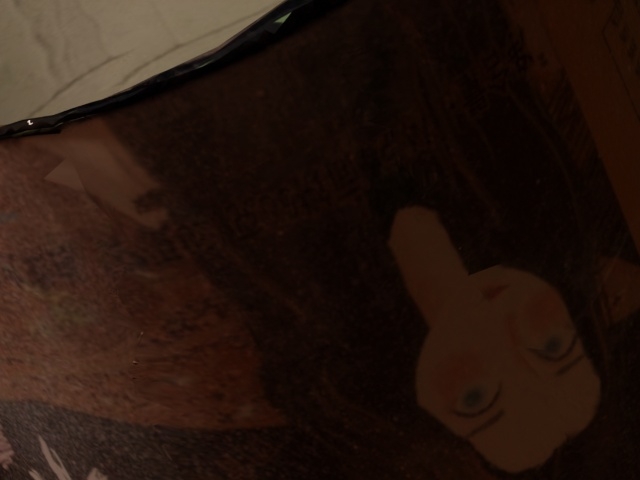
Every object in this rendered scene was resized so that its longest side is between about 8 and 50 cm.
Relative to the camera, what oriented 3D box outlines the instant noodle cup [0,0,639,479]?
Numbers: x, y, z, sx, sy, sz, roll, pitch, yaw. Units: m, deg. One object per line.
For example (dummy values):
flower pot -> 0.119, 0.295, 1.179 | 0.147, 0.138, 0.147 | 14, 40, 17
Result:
instant noodle cup -> 0.000, 0.000, 0.421 | 0.217, 0.207, 0.217 | -16, 36, 12
